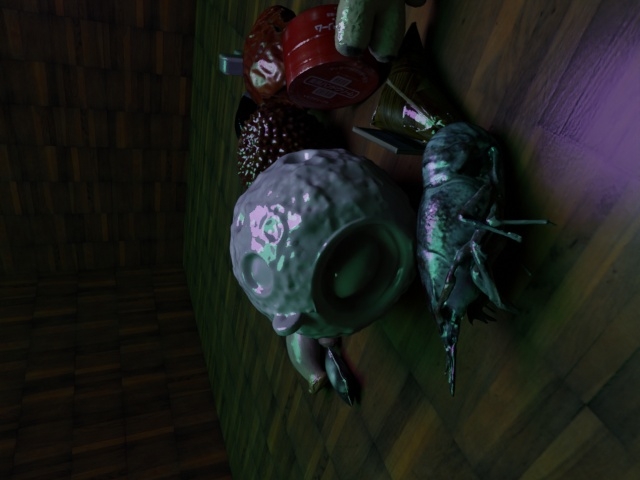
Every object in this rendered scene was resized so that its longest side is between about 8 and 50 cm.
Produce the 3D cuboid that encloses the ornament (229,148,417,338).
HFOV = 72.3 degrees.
[{"bbox_3d":[0.000,0.000,0.793,0.337,0.336,0.338,177,90,-65],"label":"ornament"}]

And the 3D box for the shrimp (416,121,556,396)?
[{"bbox_3d":[0.204,0.013,0.581,0.172,0.137,0.373,130,135,-78],"label":"shrimp"}]

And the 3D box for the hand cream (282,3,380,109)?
[{"bbox_3d":[0.020,-0.360,0.879,0.193,0.192,0.126,-27,69,63],"label":"hand cream"}]

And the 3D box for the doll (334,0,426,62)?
[{"bbox_3d":[0.079,-0.424,0.667,0.149,0.175,0.279,17,109,24],"label":"doll"}]

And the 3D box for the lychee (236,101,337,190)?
[{"bbox_3d":[-0.087,-0.198,1.021,0.271,0.271,0.272,177,90,-65],"label":"lychee"}]

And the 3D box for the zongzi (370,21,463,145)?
[{"bbox_3d":[0.176,-0.252,0.703,0.187,0.084,0.184,39,117,49],"label":"zongzi"}]

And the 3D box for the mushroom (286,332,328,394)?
[{"bbox_3d":[-0.035,0.307,1.196,0.097,0.088,0.213,-37,60,27],"label":"mushroom"}]

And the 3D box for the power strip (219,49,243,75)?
[{"bbox_3d":[-0.209,-0.533,1.335,0.265,0.193,0.059,-128,40,-49],"label":"power strip"}]

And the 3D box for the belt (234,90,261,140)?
[{"bbox_3d":[-0.186,-0.377,1.361,0.078,0.151,0.199,145,128,-66],"label":"belt"}]

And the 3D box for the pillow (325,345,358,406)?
[{"bbox_3d":[0.045,0.326,1.055,0.055,0.091,0.136,-43,35,2],"label":"pillow"}]

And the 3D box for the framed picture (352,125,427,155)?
[{"bbox_3d":[0.135,-0.169,0.749,0.149,0.109,0.011,48,132,53],"label":"framed picture"}]

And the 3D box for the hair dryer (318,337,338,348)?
[{"bbox_3d":[-0.023,0.109,1.127,0.210,0.125,0.353,-11,90,65],"label":"hair dryer"}]

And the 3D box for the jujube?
[{"bbox_3d":[-0.097,-0.468,1.116,0.216,0.216,0.342,117,155,-46],"label":"jujube"}]
